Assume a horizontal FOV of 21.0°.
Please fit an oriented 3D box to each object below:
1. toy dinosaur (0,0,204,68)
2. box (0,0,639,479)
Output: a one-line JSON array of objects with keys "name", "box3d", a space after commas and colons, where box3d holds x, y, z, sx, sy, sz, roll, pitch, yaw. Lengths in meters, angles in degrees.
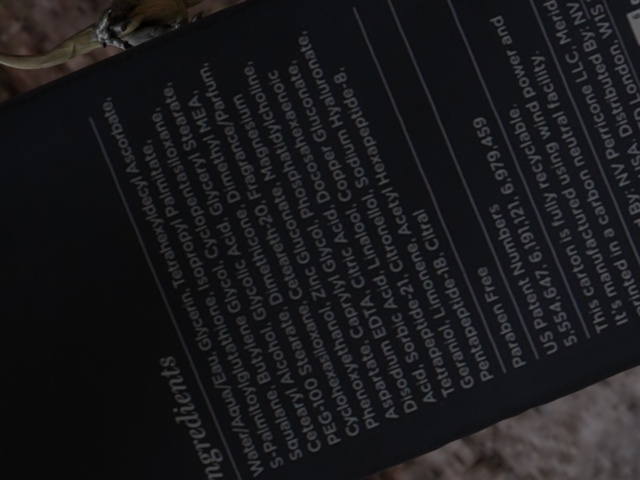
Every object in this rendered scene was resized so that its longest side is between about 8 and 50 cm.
[{"name": "toy dinosaur", "box3d": [-0.170, -0.192, 1.535, 0.118, 0.268, 0.064, 23, 131, 56]}, {"name": "box", "box3d": [0.000, 0.000, 0.861, 0.293, 0.395, 0.212, 87, 160, -89]}]
